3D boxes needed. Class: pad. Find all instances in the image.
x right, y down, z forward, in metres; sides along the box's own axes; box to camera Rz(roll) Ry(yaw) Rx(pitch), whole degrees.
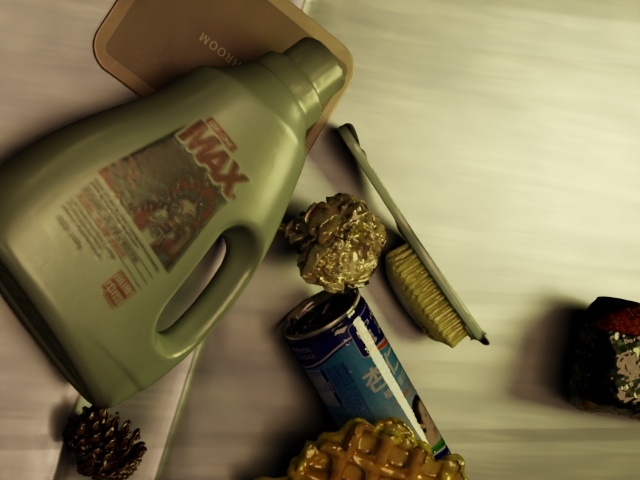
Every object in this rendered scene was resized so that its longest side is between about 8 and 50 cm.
[{"bbox_3d":[-0.093,-0.186,1.937,0.266,0.002,0.176,36,80,-27],"label":"pad"}]

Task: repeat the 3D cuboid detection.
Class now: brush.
[{"bbox_3d":[0.083,0.008,2.031,0.060,0.068,0.297,-33,108,3],"label":"brush"}]

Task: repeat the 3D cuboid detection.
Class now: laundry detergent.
[{"bbox_3d":[-0.132,-0.046,1.868,0.398,0.125,0.264,-40,113,-19],"label":"laundry detergent"}]

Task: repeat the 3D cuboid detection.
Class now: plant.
[{"bbox_3d":[0.000,0.000,1.966,0.116,0.122,0.104,21,82,-61],"label":"plant"}]

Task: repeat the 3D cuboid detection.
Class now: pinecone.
[{"bbox_3d":[-0.213,0.201,1.887,0.077,0.077,0.083,-29,99,-22],"label":"pinecone"}]

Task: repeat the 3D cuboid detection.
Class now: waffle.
[{"bbox_3d":[0.051,0.297,1.990,0.243,0.059,0.238,-25,108,9],"label":"waffle"}]

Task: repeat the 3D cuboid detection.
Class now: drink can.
[{"bbox_3d":[0.053,0.167,2.009,0.097,0.097,0.235,-37,111,-19],"label":"drink can"}]

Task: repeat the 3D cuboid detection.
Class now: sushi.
[{"bbox_3d":[0.387,0.150,2.162,0.225,0.136,0.126,18,80,-24],"label":"sushi"}]
